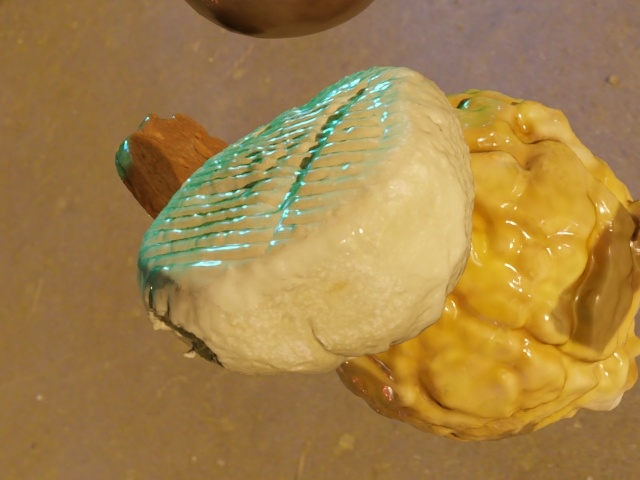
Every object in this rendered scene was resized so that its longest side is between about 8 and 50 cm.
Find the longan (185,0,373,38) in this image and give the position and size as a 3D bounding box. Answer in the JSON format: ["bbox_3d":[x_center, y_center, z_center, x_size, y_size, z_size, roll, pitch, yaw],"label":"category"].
[{"bbox_3d":[-0.037,-0.355,1.144,0.297,0.297,0.297,-22,59,44],"label":"longan"}]

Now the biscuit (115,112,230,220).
[{"bbox_3d":[-0.152,-0.069,1.349,0.044,0.202,0.288,-50,21,18],"label":"biscuit"}]

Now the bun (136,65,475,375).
[{"bbox_3d":[0.000,0.000,0.671,0.220,0.134,0.220,-30,23,14],"label":"bun"}]

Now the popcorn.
[{"bbox_3d":[0.170,0.046,1.243,0.354,0.390,0.344,-45,47,-15],"label":"popcorn"}]
